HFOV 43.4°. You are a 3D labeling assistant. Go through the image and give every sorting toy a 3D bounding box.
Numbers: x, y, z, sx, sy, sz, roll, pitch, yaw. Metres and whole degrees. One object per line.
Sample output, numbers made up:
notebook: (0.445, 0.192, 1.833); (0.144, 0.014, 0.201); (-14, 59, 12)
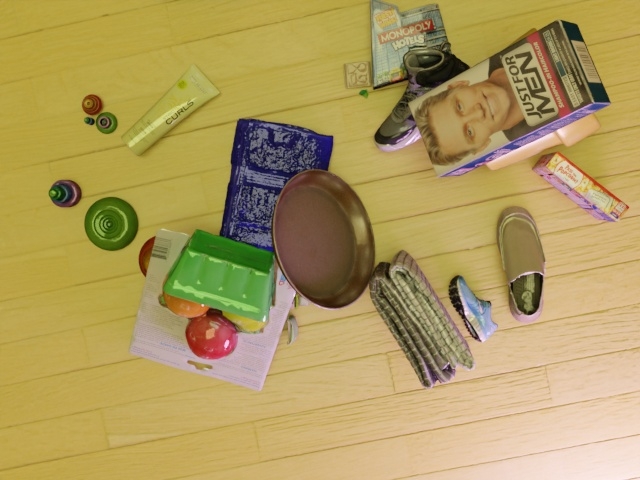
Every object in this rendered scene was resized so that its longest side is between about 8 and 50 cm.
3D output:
sorting toy: (-0.473, -0.021, 1.833); (0.366, 0.126, 0.127); (35, 94, 0)
sorting toy: (0.086, -0.366, 1.842); (0.062, 0.012, 0.083); (-5, 92, 3)
sorting toy: (-0.520, -0.290, 1.862); (0.061, 0.042, 0.102); (-38, 91, 4)

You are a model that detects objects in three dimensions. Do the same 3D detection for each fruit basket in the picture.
fruit basket: (-0.241, 0.157, 1.813); (0.327, 0.165, 0.353); (16, 123, -5)

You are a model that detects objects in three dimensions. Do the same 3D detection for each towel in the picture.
towel: (-0.105, -0.114, 1.833); (0.228, 0.076, 0.308); (10, 94, 3)
towel: (0.213, 0.170, 1.754); (0.121, 0.235, 0.283); (-33, 90, 8)

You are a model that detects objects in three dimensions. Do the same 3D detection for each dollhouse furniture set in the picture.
dollhouse furniture set: (-0.047, 0.163, 1.845); (0.059, 0.076, 0.151); (-1, 92, 4)

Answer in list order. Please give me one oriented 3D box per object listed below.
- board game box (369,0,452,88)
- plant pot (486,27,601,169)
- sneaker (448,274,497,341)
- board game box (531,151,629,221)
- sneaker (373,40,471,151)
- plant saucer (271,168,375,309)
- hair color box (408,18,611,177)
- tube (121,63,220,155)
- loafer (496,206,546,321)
board game box: (0.186, -0.461, 1.808); (0.194, 0.060, 0.194); (-16, 93, 4)
plant pot: (0.428, -0.281, 1.727); (0.239, 0.254, 0.254); (-34, 91, 20)
sneaker: (0.351, 0.148, 1.841); (0.073, 0.063, 0.162); (-29, 96, -13)
board game box: (0.565, -0.116, 1.763); (0.193, 0.147, 0.045); (38, 94, 0)
sneaker: (0.200, -0.321, 1.755); (0.269, 0.153, 0.101); (-40, 48, 9)
plant saucer: (0.000, 0.000, 1.762); (0.050, 0.311, 0.310); (-15, 93, 43)
hair color box: (0.361, -0.268, 1.576); (0.347, 0.105, 0.173); (-26, 81, 37)
tube: (-0.351, -0.295, 1.848); (0.240, 0.062, 0.070); (-41, 131, -1)
loafer: (0.460, 0.056, 1.804); (0.102, 0.092, 0.268); (-10, 92, 3)
